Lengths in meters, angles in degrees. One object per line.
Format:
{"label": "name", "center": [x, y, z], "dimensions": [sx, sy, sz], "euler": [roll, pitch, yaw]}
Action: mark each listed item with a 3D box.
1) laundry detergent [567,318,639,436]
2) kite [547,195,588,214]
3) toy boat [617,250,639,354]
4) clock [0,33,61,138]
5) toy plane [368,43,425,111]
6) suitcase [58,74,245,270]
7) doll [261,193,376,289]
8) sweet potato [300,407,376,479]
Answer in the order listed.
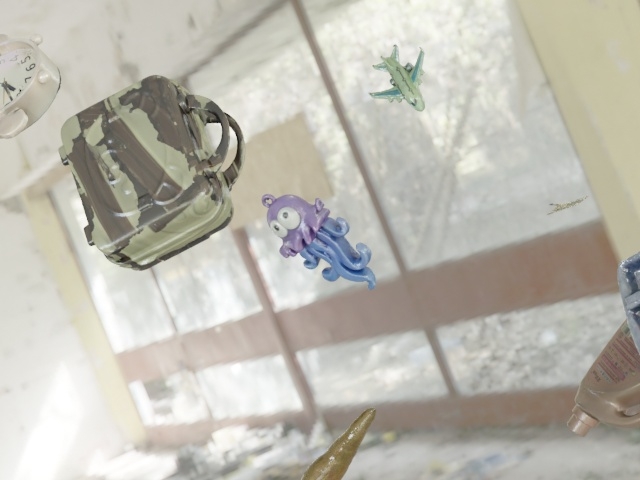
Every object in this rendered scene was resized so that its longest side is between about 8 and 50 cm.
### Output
{"label": "laundry detergent", "center": [0.535, 0.264, 2.190], "dimensions": [0.237, 0.076, 0.171], "euler": [-57, 31, 13]}
{"label": "kite", "center": [0.245, -0.037, 1.232], "dimensions": [0.044, 0.002, 0.078], "euler": [-22, 5, 16]}
{"label": "toy boat", "center": [0.554, 0.144, 1.937], "dimensions": [0.078, 0.283, 0.127], "euler": [12, -36, -45]}
{"label": "clock", "center": [-0.465, -0.228, 1.874], "dimensions": [0.156, 0.229, 0.063], "euler": [-30, -40, 7]}
{"label": "toy plane", "center": [0.093, -0.176, 1.387], "dimensions": [0.080, 0.083, 0.033], "euler": [-40, -18, 22]}
{"label": "suitcase", "center": [-0.306, -0.139, 2.424], "dimensions": [0.339, 0.351, 0.194], "euler": [-27, -25, 9]}
{"label": "doll", "center": [0.000, 0.000, 1.762], "dimensions": [0.110, 0.206, 0.067], "euler": [-52, 4, 33]}
{"label": "sweet potato", "center": [0.023, 0.380, 2.149], "dimensions": [0.249, 0.059, 0.069], "euler": [-55, 0, 9]}
